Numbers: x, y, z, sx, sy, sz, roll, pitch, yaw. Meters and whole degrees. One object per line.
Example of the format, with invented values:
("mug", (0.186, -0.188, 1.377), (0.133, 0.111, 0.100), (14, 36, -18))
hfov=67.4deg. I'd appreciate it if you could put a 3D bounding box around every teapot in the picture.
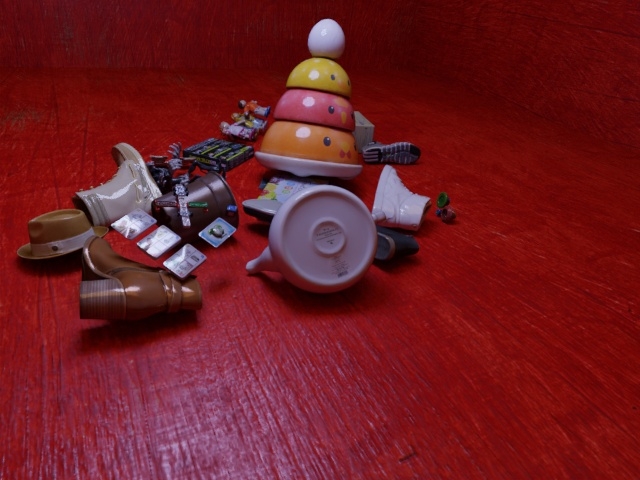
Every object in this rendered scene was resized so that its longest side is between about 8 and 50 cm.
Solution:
("teapot", (0.000, 0.000, 1.083), (0.256, 0.252, 0.187), (24, -10, -9))

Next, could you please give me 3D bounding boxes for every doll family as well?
("doll family", (-0.319, -0.466, 1.958), (0.163, 0.118, 0.263), (17, 49, 7))

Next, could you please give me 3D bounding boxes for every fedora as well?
("fedora", (-0.588, -0.022, 1.086), (0.194, 0.079, 0.194), (-8, 21, 3))

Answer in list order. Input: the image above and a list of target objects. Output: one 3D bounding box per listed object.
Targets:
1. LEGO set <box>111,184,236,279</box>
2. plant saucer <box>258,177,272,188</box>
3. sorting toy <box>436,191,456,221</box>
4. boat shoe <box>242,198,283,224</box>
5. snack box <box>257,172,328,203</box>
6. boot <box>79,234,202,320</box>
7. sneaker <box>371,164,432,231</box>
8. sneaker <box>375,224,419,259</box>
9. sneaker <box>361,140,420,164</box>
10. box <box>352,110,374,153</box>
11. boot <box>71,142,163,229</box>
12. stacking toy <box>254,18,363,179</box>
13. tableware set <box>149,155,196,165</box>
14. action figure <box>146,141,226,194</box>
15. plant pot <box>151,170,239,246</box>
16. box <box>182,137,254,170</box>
("LEGO set", (-0.290, -0.029, 1.031), (0.182, 0.060, 0.244), (35, 43, 5))
("plant saucer", (-0.100, -0.178, 1.553), (0.192, 0.018, 0.067), (6, 29, -1))
("sorting toy", (0.383, -0.095, 1.452), (0.042, 0.061, 0.102), (11, 54, -19))
("boat shoe", (-0.087, -0.052, 1.268), (0.254, 0.079, 0.095), (11, 28, 5))
("snack box", (-0.076, -0.122, 1.403), (0.174, 0.070, 0.207), (9, 30, 6))
("boot", (-0.367, 0.070, 0.983), (0.220, 0.109, 0.283), (0, 18, -25))
("sneaker", (0.247, -0.122, 1.439), (0.169, 0.108, 0.292), (11, 39, 6))
("sneaker", (0.143, -0.005, 1.249), (0.118, 0.083, 0.222), (2, 22, -39))
("sneaker", (0.265, -0.354, 1.867), (0.229, 0.086, 0.132), (-2, 28, -11))
("box", (0.066, -0.443, 1.953), (0.243, 0.117, 0.213), (-2, 30, -15))
("boot", (-0.560, -0.146, 1.278), (0.203, 0.095, 0.262), (-22, 68, -35))
("stacking toy", (-0.014, -0.446, 1.513), (0.351, 0.480, 0.350), (7, 12, -1))
("tableware set", (-0.481, -0.258, 1.558), (0.141, 0.020, 0.169), (-5, 4, -19))
("action figure", (-0.427, -0.209, 1.426), (0.276, 0.141, 0.164), (-4, 42, -20))
("plant pot", (-0.316, -0.070, 1.189), (0.165, 0.167, 0.167), (-25, 41, -32))
("box", (-0.362, -0.311, 1.716), (0.184, 0.045, 0.190), (17, 30, 15))
